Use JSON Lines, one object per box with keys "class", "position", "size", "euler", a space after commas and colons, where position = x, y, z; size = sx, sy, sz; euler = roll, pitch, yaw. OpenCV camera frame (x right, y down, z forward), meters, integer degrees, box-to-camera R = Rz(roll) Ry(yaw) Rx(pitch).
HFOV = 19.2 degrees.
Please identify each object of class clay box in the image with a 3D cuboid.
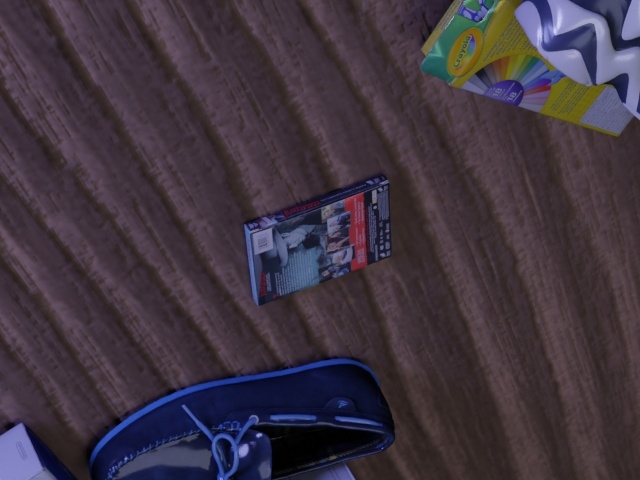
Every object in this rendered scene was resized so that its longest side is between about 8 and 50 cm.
{"class": "clay box", "position": [0.174, -0.160, 1.401], "size": [0.222, 0.053, 0.127], "euler": [14, 121, -40]}

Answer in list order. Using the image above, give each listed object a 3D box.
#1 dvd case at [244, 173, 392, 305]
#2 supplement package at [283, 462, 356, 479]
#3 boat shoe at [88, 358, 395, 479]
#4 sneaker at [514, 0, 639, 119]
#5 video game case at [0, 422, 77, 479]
{"class": "dvd case", "position": [0.000, 0.000, 1.480], "size": [0.119, 0.013, 0.087], "euler": [-22, 139, -15]}
{"class": "supplement package", "position": [-0.004, 0.329, 1.660], "size": [0.145, 0.204, 0.262], "euler": [-25, 139, -10]}
{"class": "boat shoe", "position": [-0.059, 0.164, 1.547], "size": [0.258, 0.089, 0.109], "euler": [-19, 138, -15]}
{"class": "sneaker", "position": [0.265, -0.162, 1.345], "size": [0.235, 0.094, 0.153], "euler": [26, 119, -34]}
{"class": "video game case", "position": [-0.282, 0.293, 1.554], "size": [0.244, 0.061, 0.269], "euler": [-33, 140, -2]}
